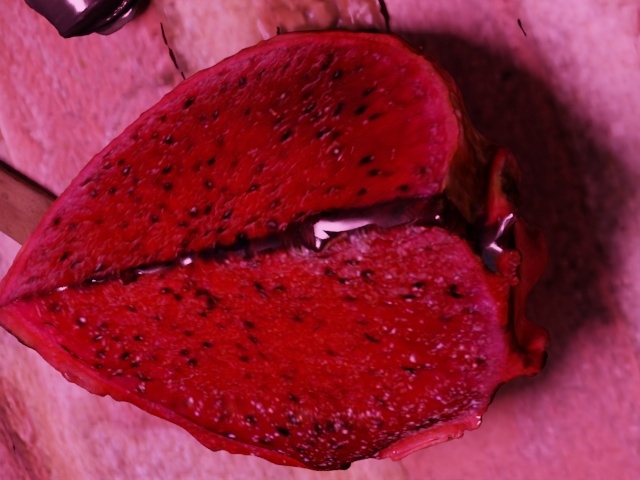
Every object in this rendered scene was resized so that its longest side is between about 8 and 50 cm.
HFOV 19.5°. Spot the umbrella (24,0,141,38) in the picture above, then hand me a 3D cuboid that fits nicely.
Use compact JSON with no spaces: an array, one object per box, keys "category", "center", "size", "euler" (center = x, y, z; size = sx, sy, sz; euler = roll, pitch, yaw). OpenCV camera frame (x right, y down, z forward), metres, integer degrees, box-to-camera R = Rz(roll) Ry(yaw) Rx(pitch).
[{"category":"umbrella","center":[-0.215,-0.233,0.876],"size":[0.336,0.154,0.128],"euler":[63,173,-1]}]

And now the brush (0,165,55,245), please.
[{"category":"brush","center":[-0.130,0.009,0.989],"size":[0.248,0.036,0.043],"euler":[32,122,24]}]

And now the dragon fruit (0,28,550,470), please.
[{"category":"dragon fruit","center":[0.000,0.000,0.815],"size":[0.262,0.163,0.189],"euler":[-11,73,38]}]
